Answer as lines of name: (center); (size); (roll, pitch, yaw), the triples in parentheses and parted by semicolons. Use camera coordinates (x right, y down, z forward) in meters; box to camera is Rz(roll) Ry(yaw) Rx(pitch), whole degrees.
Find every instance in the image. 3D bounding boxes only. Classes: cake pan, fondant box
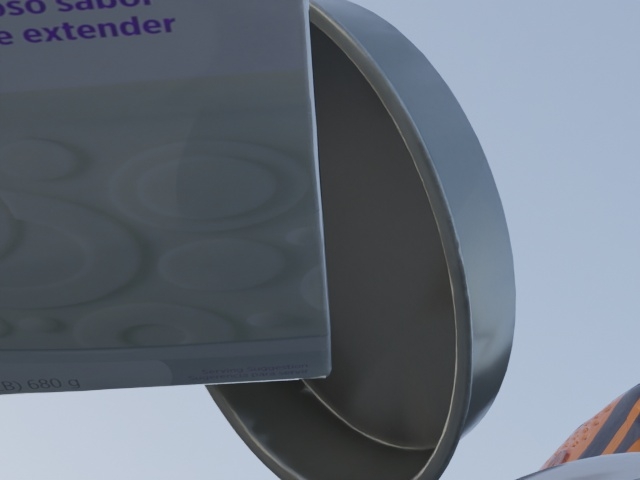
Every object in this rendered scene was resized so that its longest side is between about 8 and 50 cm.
cake pan: (0.000, 0.000, 0.909); (0.054, 0.293, 0.293); (-19, -19, -32)
fondant box: (-0.121, -0.051, 0.516); (0.238, 0.096, 0.330); (-3, -27, 1)

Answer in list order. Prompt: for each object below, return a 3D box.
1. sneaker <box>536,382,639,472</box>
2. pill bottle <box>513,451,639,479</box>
sneaker: (0.203, 0.145, 0.926); (0.321, 0.180, 0.124); (-12, -61, 49)
pill bottle: (0.072, 0.141, 0.436); (0.160, 0.160, 0.283); (17, -17, -1)
